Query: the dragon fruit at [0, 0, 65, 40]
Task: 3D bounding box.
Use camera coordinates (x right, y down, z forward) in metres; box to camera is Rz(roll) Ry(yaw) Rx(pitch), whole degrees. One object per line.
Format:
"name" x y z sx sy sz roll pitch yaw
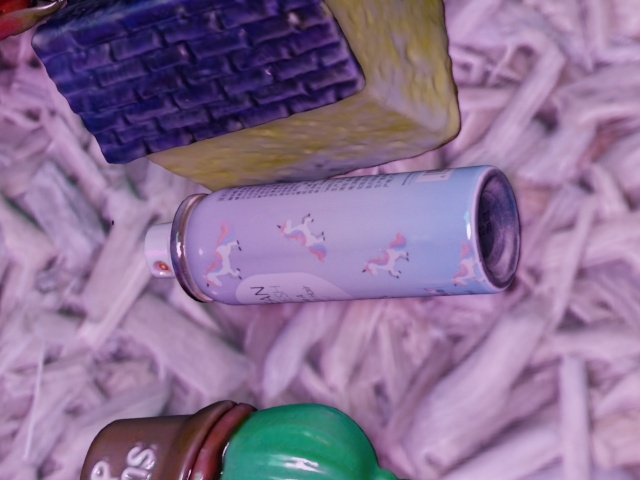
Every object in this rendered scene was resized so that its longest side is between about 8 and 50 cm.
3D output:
"dragon fruit" -0.267 -0.209 1.048 0.273 0.218 0.198 -17 85 11

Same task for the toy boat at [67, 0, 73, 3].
"toy boat" -0.134 -0.161 1.117 0.061 0.060 0.137 -35 58 41

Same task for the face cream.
"face cream" 0.000 0.000 0.997 0.229 0.075 0.075 -4 76 29

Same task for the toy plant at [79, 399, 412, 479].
"toy plant" -0.039 0.160 0.966 0.200 0.105 0.142 8 90 18

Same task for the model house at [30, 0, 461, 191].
"model house" -0.053 -0.134 0.982 0.194 0.211 0.170 -11 75 27
